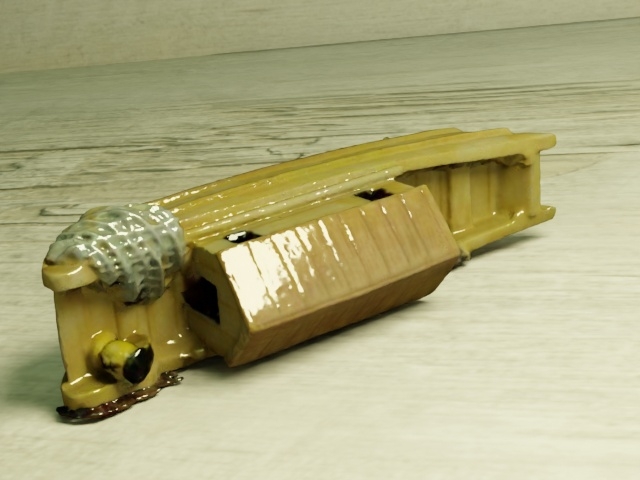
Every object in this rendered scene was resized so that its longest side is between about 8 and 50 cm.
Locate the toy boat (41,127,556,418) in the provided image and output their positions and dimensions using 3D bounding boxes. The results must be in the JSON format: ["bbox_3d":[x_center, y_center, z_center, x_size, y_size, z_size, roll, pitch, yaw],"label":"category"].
[{"bbox_3d":[0.000,0.000,1.049,0.445,0.136,0.162,-19,24,-33],"label":"toy boat"}]
